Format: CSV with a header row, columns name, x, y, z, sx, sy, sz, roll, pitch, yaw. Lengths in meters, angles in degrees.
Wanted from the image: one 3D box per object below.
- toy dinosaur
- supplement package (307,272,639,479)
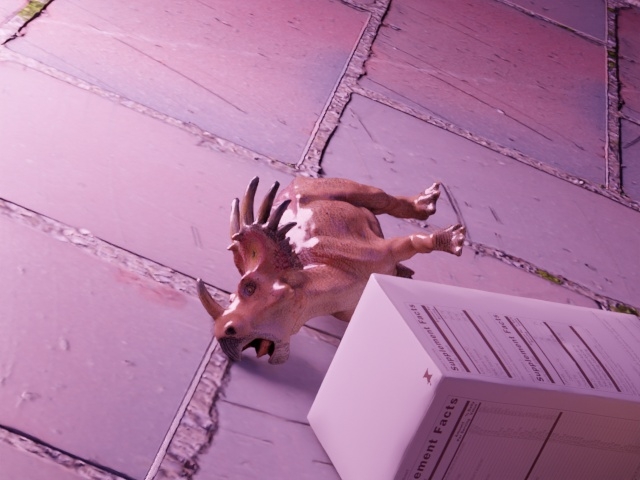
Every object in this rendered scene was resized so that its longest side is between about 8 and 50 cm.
name,x,y,z,sx,sy,sz,roll,pitch,yaw
toy dinosaur,0.000,0.000,1.583,0.200,0.127,0.295,12,18,-7
supplement package,0.138,0.128,1.389,0.244,0.139,0.134,10,27,-29
